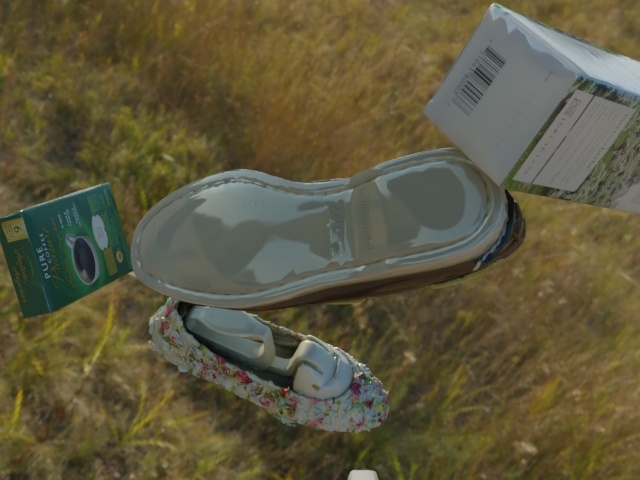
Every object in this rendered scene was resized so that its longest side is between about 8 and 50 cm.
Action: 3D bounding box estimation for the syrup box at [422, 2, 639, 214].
[{"bbox_3d":[0.199,-0.090,0.738,0.237,0.093,0.096,4,37,-45],"label":"syrup box"}]

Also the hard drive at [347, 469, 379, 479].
[{"bbox_3d":[0.050,0.374,1.001,0.040,0.203,0.307,0,1,1],"label":"hard drive"}]

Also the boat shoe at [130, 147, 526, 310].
[{"bbox_3d":[0.000,0.000,0.787,0.097,0.324,0.116,30,55,-59],"label":"boat shoe"}]

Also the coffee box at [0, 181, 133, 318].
[{"bbox_3d":[-0.276,0.006,1.075,0.184,0.040,0.113,-40,117,-68],"label":"coffee box"}]

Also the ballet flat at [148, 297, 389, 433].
[{"bbox_3d":[-0.044,0.111,0.902,0.241,0.077,0.091,19,51,-3],"label":"ballet flat"}]
